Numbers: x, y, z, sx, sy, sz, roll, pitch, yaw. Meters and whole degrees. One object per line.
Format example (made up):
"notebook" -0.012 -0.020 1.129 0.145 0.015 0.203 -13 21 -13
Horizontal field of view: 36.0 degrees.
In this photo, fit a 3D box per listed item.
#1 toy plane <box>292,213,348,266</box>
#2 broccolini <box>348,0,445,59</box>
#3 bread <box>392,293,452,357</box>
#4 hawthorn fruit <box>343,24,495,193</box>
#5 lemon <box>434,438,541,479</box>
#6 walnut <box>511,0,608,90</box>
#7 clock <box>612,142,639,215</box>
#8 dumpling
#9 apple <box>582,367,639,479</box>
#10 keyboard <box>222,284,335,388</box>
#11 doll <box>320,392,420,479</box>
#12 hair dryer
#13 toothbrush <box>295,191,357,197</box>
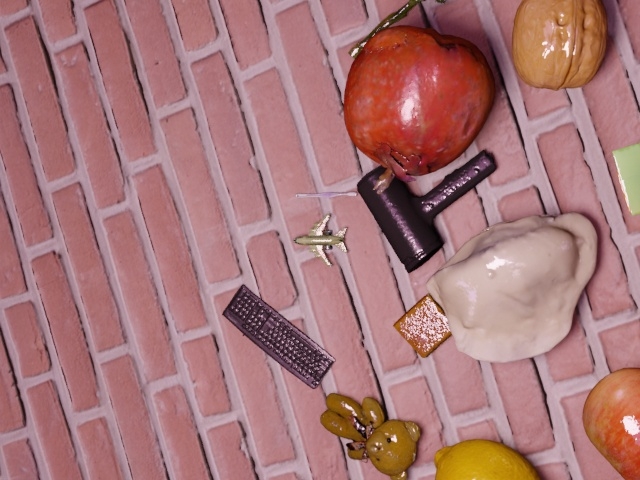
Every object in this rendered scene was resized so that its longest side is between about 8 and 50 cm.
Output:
"toy plane" 0.000 0.000 1.938 0.111 0.040 0.102 0 90 20
"broccolini" 0.161 -0.432 1.881 0.057 0.071 0.254 37 115 -28
"bread" 0.201 0.163 1.876 0.094 0.035 0.090 -44 78 15
"hawthorn fruit" 0.159 -0.222 1.746 0.276 0.276 0.307 18 87 18
"lemon" 0.304 0.459 1.773 0.244 0.187 0.187 43 104 19
"walnut" 0.419 -0.361 1.722 0.165 0.165 0.197 12 99 18
"clock" 0.600 -0.123 1.613 0.220 0.255 0.106 -17 87 16
"dumpling" 0.352 0.086 1.741 0.318 0.187 0.242 -23 81 15
"apple" 0.549 0.315 1.679 0.164 0.209 0.209 -45 78 12
"keyboard" -0.088 0.196 1.987 0.250 0.017 0.087 38 102 14
"doll" 0.087 0.374 1.894 0.210 0.097 0.137 23 104 22
"hair dryer" 0.217 -0.088 1.850 0.251 0.089 0.197 -34 79 8
"toothbrush" 0.010 -0.090 1.946 0.131 0.013 0.011 0 82 20
